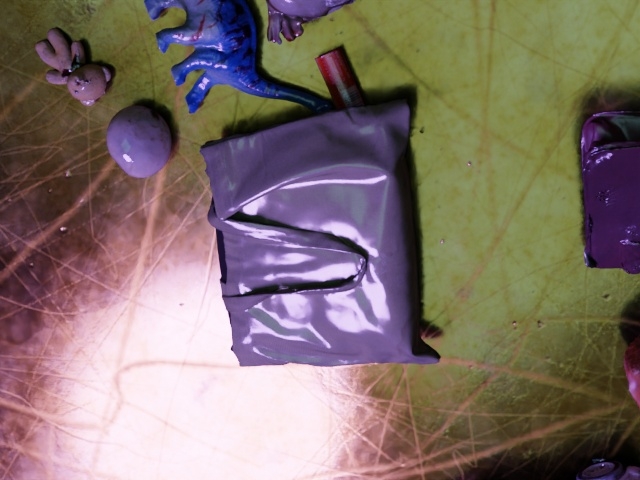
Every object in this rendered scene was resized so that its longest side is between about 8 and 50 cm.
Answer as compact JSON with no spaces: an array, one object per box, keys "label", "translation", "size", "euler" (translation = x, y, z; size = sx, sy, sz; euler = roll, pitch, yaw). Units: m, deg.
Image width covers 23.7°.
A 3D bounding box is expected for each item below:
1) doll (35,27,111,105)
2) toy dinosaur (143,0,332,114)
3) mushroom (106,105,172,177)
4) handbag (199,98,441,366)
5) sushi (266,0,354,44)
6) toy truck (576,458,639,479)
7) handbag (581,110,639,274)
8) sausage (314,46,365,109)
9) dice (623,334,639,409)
[{"label":"doll","translation":[-0.292,-0.203,1.793],"size":[0.061,0.051,0.093],"euler":[-46,65,16]},{"label":"toy dinosaur","translation":[-0.130,-0.234,1.741],"size":[0.144,0.076,0.329],"euler":[-34,100,7]},{"label":"mushroom","translation":[-0.220,-0.115,1.788],"size":[0.079,0.085,0.085],"euler":[-1,108,50]},{"label":"handbag","translation":[-0.003,0.004,1.761],"size":[0.253,0.109,0.316],"euler":[-4,110,13]},{"label":"sushi","translation":[0.051,-0.345,1.661],"size":[0.332,0.130,0.124],"euler":[-36,97,13]},{"label":"toy truck","translation":[0.231,0.390,1.796],"size":[0.363,0.178,0.176],"euler":[-18,100,8]},{"label":"handbag","translation":[0.390,-0.049,1.678],"size":[0.203,0.074,0.216],"euler":[0,137,14]},{"label":"sausage","translation":[0.033,-0.157,1.759],"size":[0.034,0.034,0.129],"euler":[-22,100,12]},{"label":"dice","translation":[0.450,0.169,1.714],"size":[0.174,0.179,0.175],"euler":[-30,103,12]}]
